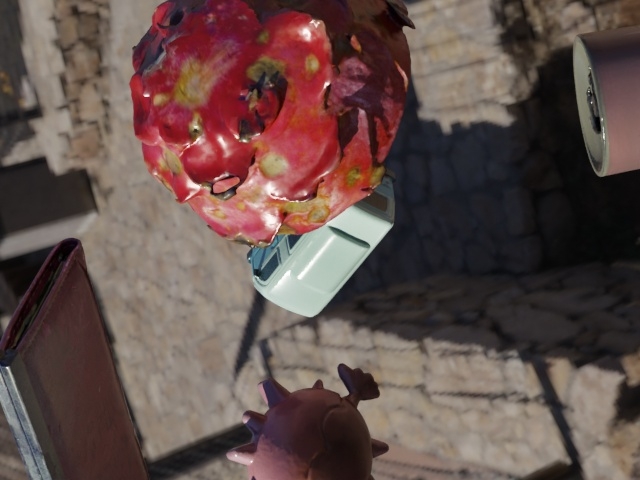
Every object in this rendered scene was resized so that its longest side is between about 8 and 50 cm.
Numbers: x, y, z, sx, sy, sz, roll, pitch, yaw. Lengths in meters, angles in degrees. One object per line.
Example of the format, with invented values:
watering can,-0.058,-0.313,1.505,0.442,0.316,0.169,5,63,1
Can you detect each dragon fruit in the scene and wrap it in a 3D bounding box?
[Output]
dragon fruit,-0.085,-0.199,1.529,0.386,0.249,0.371,-41,57,17

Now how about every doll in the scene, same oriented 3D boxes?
doll,-0.006,0.256,1.496,0.211,0.262,0.093,42,144,-16

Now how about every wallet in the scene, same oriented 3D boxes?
wallet,-0.154,0.122,0.798,0.025,0.119,0.232,3,129,13

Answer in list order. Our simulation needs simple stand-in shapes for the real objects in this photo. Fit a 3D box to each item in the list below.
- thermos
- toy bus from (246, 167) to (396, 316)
thermos,0.398,-0.146,1.226,0.146,0.265,0.176,74,-170,-53
toy bus,0.000,0.000,1.968,0.271,0.133,0.164,-51,26,30
